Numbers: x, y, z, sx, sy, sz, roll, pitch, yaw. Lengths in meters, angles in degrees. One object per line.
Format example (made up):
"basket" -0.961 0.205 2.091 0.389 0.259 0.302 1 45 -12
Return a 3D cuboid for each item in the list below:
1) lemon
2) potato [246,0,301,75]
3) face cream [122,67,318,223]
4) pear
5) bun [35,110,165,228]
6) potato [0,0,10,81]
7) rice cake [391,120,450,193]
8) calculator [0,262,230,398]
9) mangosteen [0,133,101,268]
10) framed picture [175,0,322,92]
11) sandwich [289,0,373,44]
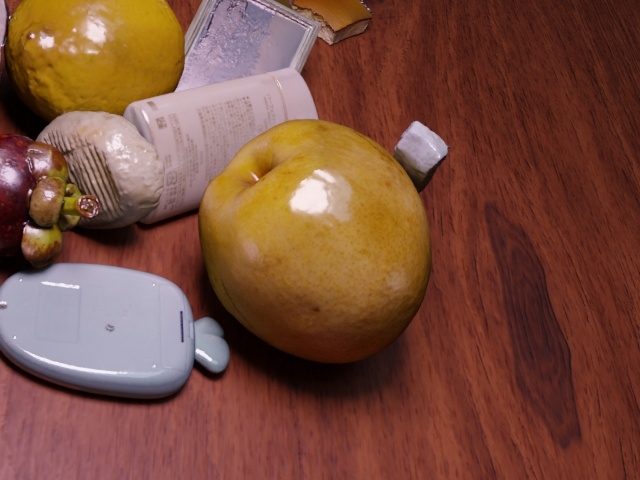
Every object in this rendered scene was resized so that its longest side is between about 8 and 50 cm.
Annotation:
"lemon" -0.311 -0.261 1.375 0.263 0.236 0.236 -15 60 -35
"potato" -0.098 -0.359 1.692 0.160 0.111 0.271 11 45 -20
"face cream" -0.133 -0.149 1.436 0.081 0.173 0.349 17 28 38
"pear" 0.000 0.000 1.270 0.315 0.314 0.314 17 44 -17
"bun" -0.284 -0.094 1.280 0.111 0.188 0.164 -38 110 -52
"potato" -0.542 -0.262 1.241 0.246 0.196 0.299 29 49 -48
"rice cake" 0.119 -0.087 1.417 0.066 0.336 0.063 39 74 5
"calculator" -0.250 0.107 1.202 0.295 0.042 0.184 10 46 -22
"mangosteen" -0.355 -0.052 1.202 0.182 0.155 0.145 0 19 -6
"framed picture" -0.128 -0.291 1.583 0.197 0.014 0.252 25 73 -9
"sandwich" -0.014 -0.460 1.876 0.193 0.058 0.162 46 44 11
